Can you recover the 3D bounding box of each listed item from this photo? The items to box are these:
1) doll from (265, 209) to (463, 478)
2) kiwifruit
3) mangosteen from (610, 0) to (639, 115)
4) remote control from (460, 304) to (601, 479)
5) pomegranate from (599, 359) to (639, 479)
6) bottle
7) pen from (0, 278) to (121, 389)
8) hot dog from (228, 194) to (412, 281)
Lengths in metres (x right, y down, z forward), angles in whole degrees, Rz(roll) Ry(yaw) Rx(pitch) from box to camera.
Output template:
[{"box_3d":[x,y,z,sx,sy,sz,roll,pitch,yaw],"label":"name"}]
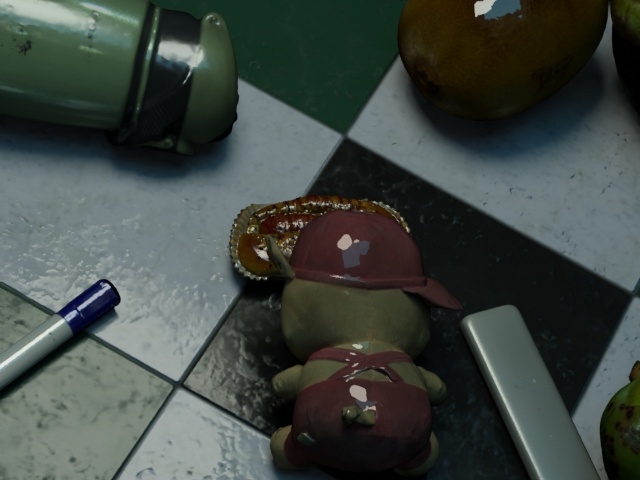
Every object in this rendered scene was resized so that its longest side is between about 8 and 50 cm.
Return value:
[{"box_3d":[0.040,0.098,1.651,0.196,0.152,0.255,13,70,-41],"label":"doll"},{"box_3d":[0.193,-0.231,1.848,0.196,0.196,0.234,42,65,14],"label":"kiwifruit"},{"box_3d":[0.437,-0.243,1.841,0.313,0.297,0.297,33,59,-4],"label":"mangosteen"},{"box_3d":[0.216,0.182,1.709,0.067,0.029,0.261,-14,62,-18],"label":"remote control"},{"box_3d":[0.331,0.197,1.671,0.143,0.122,0.169,24,16,-29],"label":"pomegranate"},{"box_3d":[-0.248,-0.193,1.760,0.347,0.168,0.168,14,59,-8],"label":"bottle"},{"box_3d":[-0.302,0.124,1.639,0.269,0.033,0.033,-39,73,-27],"label":"pen"},{"box_3d":[0.000,0.000,1.755,0.192,0.053,0.099,-1,64,-9],"label":"hot dog"}]
